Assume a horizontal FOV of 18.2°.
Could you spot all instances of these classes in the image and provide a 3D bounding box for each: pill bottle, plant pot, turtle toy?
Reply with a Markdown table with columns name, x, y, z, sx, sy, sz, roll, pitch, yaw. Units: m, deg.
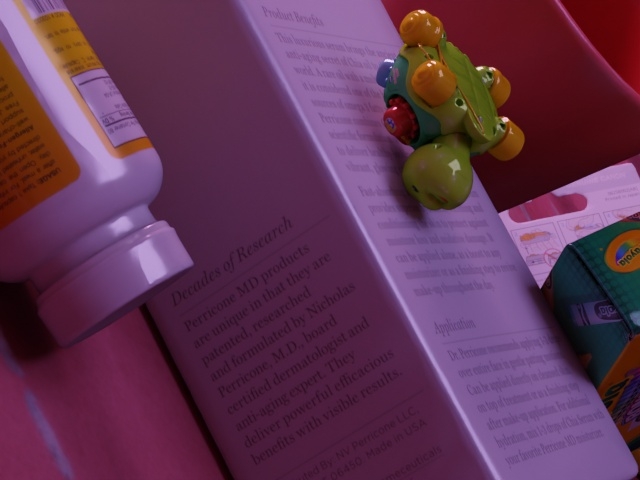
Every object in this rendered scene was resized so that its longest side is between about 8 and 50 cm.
| name | x | y | z | sx | sy | sz | roll | pitch | yaw |
| --- | --- | --- | --- | --- | --- | --- | --- | --- | --- |
| pill bottle | -0.160 | -0.051 | 1.098 | 0.208 | 0.117 | 0.117 | 57 | 23 | 2 |
| plant pot | 0.109 | -0.136 | 1.503 | 0.275 | 0.243 | 0.275 | 44 | 27 | -29 |
| turtle toy | 0.075 | -0.075 | 1.243 | 0.095 | 0.066 | 0.130 | 36 | 31 | -36 |

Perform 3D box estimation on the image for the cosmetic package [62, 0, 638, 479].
| name | x | y | z | sx | sy | sz | roll | pitch | yaw |
| --- | --- | --- | --- | --- | --- | --- | --- | --- | --- |
| cosmetic package | 0.000 | 0.000 | 1.289 | 0.230 | 0.161 | 0.453 | -1 | 61 | -63 |

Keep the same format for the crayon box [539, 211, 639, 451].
| name | x | y | z | sx | sy | sz | roll | pitch | yaw |
| --- | --- | --- | --- | --- | --- | --- | --- | --- | --- |
| crayon box | 0.220 | 0.073 | 1.425 | 0.165 | 0.278 | 0.081 | -23 | 66 | -24 |

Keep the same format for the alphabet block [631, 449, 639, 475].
| name | x | y | z | sx | sy | sz | roll | pitch | yaw |
| --- | --- | --- | --- | --- | --- | --- | --- | --- | --- |
| alphabet block | 0.325 | 0.067 | 1.803 | 0.192 | 0.193 | 0.197 | 48 | 25 | -16 |

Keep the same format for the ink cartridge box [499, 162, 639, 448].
| name | x | y | z | sx | sy | sz | roll | pitch | yaw |
| --- | --- | --- | --- | --- | --- | --- | --- | --- | --- |
| ink cartridge box | 0.212 | 0.061 | 1.628 | 0.189 | 0.066 | 0.232 | -11 | 58 | -19 |
